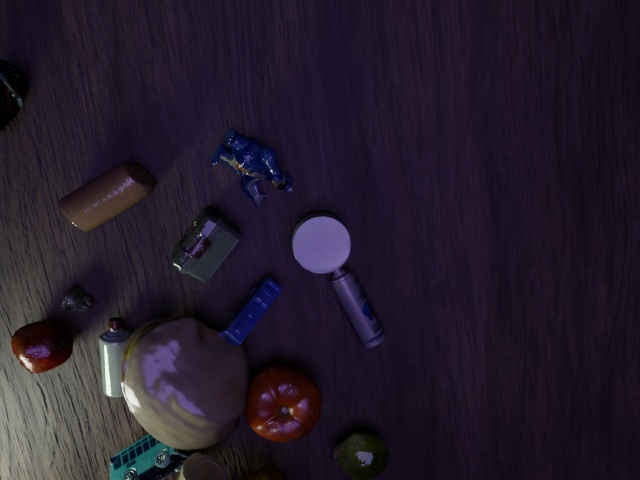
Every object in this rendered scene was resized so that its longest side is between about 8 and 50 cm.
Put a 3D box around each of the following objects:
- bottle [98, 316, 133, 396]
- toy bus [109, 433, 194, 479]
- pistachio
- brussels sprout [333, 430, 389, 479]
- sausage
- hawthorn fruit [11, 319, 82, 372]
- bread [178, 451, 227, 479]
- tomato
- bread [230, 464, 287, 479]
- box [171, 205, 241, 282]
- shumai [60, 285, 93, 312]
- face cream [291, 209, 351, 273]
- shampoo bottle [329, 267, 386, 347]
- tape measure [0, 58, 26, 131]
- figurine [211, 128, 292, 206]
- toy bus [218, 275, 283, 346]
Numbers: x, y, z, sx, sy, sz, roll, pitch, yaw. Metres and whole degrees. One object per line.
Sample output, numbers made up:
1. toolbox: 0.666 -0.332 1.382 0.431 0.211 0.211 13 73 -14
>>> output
1. bottle: -0.641 0.362 1.577 0.104 0.104 0.245 0 103 -5
2. toy bus: -0.557 0.719 1.639 0.256 0.147 0.128 -31 140 3
3. pistachio: -0.398 0.428 1.524 0.365 0.281 0.445 -35 107 -22
4. brussels sprout: 0.142 0.740 1.713 0.180 0.144 0.161 -21 125 23
5. sausage: -0.615 -0.135 1.459 0.253 0.123 0.123 -31 103 1
6. hawthorn fruit: -0.831 0.314 1.534 0.194 0.157 0.157 -22 104 -19
7. bread: -0.381 0.776 1.589 0.148 0.134 0.141 24 119 8
8. tomato: -0.120 0.517 1.619 0.259 0.180 0.260 -1 102 -7
9. bread: -0.168 0.932 1.623 0.215 0.398 0.398 -32 103 -4
10. box: -0.344 0.012 1.506 0.129 0.148 0.210 35 98 -23
11. shumai: -0.747 0.192 1.540 0.080 0.083 0.082 20 139 10
12. face cream: 0.000 0.000 1.528 0.177 0.153 0.177 -1 101 -4
13. shampoo bottle: 0.110 0.199 1.614 0.092 0.092 0.303 -27 103 1
14. tape measure: -0.884 -0.400 1.346 0.107 0.181 0.182 20 136 -6
15. figurine: -0.190 -0.228 1.484 0.164 0.121 0.262 -27 129 27
16. toy bus: -0.208 0.216 1.542 0.079 0.094 0.236 46 64 -18
